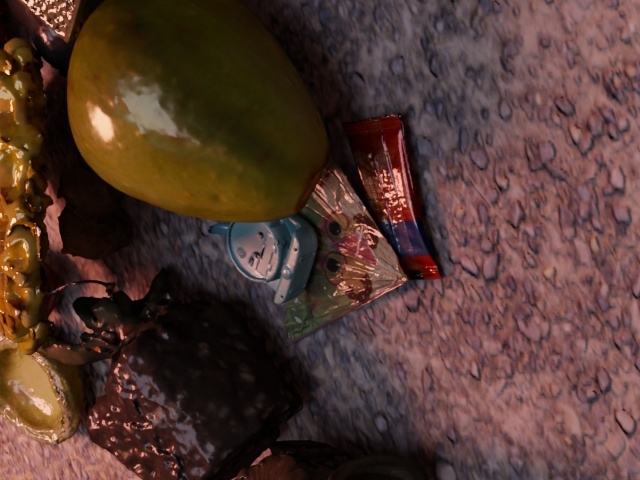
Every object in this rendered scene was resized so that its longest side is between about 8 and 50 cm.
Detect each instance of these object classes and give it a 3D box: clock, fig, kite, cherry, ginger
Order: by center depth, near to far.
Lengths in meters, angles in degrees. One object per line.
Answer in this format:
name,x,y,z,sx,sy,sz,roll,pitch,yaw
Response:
fig,-0.131,-0.148,1.481,0.326,0.258,0.258,34,124,21
kite,0.000,0.000,1.587,0.268,0.013,0.323,21,120,35
clock,-0.074,0.001,1.613,0.147,0.045,0.108,35,127,26
ginger,-0.296,-0.070,1.751,0.104,0.080,0.204,6,115,0
cherry,-0.388,0.081,1.873,0.225,0.090,0.107,13,100,23

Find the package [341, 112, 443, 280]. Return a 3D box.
package,0.082,-0.045,1.515,0.083,0.022,0.200,-4,107,39

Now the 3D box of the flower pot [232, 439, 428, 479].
flower pot,0.013,0.373,1.560,0.213,0.302,0.301,-17,96,40

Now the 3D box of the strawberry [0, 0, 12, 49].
strawberry,-0.579,-0.302,1.704,0.292,0.343,0.292,9,107,31

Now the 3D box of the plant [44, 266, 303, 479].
plant,-0.195,0.166,1.678,0.312,0.215,0.213,50,132,14

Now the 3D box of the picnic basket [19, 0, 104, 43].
picnic basket,-0.267,-0.357,1.492,0.154,0.196,0.134,39,145,4

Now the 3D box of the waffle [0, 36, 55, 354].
waffle,-0.383,-0.052,1.669,0.379,0.095,0.382,133,131,-68

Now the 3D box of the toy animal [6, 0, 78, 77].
toy animal,-0.365,-0.357,1.627,0.343,0.106,0.168,60,171,-9

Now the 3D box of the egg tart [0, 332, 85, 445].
egg tart,-0.415,0.211,1.944,0.197,0.078,0.197,16,118,32
